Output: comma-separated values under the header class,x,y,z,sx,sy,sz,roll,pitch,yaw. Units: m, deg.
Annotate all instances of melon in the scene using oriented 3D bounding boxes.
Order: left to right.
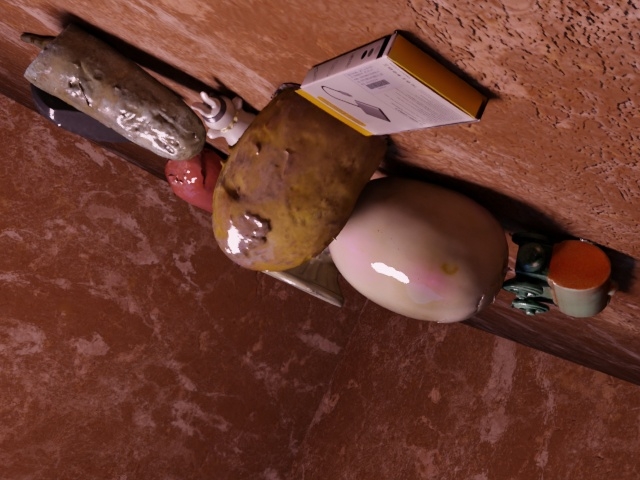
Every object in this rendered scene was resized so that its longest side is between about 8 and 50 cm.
class,x,y,z,sx,sy,sz,roll,pitch,yaw
melon,0.157,0.013,1.077,0.317,0.223,0.223,21,172,33

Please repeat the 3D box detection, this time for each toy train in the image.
class,x,y,z,sx,sy,sz,roll,pitch,yaw
toy train,0.412,0.067,1.118,0.177,0.116,0.285,9,166,25

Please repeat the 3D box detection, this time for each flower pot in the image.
class,x,y,z,sx,sy,sz,roll,pitch,yaw
flower pot,0.000,0.000,1.479,0.307,0.244,0.307,26,174,3

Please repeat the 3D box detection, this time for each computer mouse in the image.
class,x,y,z,sx,sy,sz,roll,pitch,yaw
computer mouse,-0.412,-0.252,1.249,0.269,0.137,0.086,6,143,-31

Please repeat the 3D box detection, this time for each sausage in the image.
class,x,y,z,sx,sy,sz,roll,pitch,yaw
sausage,-0.286,-0.155,1.723,0.152,0.152,0.279,21,175,33

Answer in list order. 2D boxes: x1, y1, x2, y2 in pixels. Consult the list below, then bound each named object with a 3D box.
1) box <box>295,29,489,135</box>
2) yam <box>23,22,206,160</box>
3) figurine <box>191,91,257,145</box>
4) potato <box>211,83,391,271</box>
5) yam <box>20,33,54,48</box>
class,x,y,z,sx,sy,sz,roll,pitch,yaw
box,0.070,-0.172,0.765,0.129,0.033,0.247,27,173,-24
yam,-0.345,-0.248,1.130,0.330,0.133,0.133,34,173,-3
figurine,-0.176,-0.212,1.134,0.146,0.081,0.098,30,172,-41
potato,-0.053,-0.076,1.005,0.229,0.266,0.229,25,177,1
yam,-0.540,-0.393,1.309,0.234,0.029,0.027,21,146,40
